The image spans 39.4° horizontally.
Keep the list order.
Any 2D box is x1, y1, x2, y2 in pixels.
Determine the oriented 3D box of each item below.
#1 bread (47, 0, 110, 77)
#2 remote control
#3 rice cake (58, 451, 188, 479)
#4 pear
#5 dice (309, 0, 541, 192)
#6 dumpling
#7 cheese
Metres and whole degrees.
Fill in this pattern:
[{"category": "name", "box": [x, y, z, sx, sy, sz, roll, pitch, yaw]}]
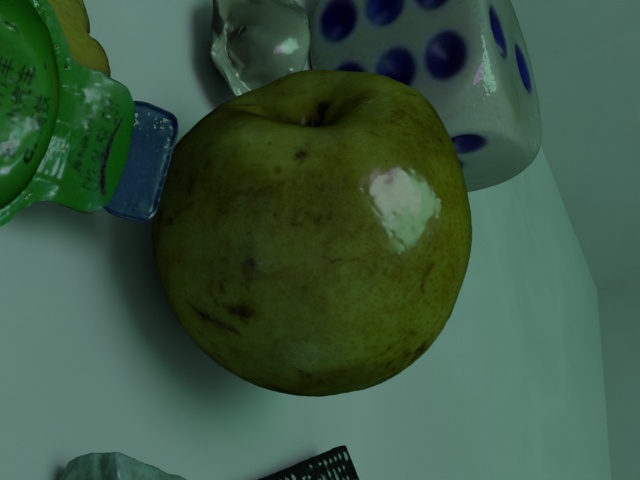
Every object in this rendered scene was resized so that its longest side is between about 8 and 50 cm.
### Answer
[{"category": "bread", "box": [-0.250, -0.191, 0.695, 0.187, 0.065, 0.150, 24, 44, -56]}, {"category": "remote control", "box": [-0.024, 0.260, 0.911, 0.245, 0.025, 0.063, 2, 68, -61]}, {"category": "rice cake", "box": [-0.127, 0.220, 0.704, 0.206, 0.063, 0.069, 46, 35, -48]}, {"category": "pear", "box": [0.000, 0.000, 0.843, 0.304, 0.303, 0.304, 43, 39, -49]}, {"category": "dice", "box": [0.165, -0.250, 1.366, 0.304, 0.276, 0.304, 24, 58, -58]}, {"category": "dumpling", "box": [-0.079, -0.228, 1.039, 0.127, 0.108, 0.188, 24, 65, -29]}, {"category": "cheese", "box": [-0.218, -0.085, 0.611, 0.320, 0.083, 0.204, 18, 86, -56]}]
